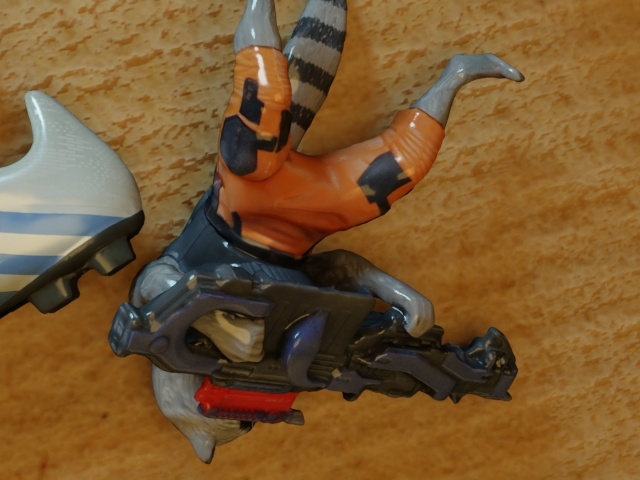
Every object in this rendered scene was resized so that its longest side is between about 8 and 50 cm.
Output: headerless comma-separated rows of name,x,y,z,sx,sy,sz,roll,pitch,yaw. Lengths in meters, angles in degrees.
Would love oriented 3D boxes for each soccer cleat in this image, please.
soccer cleat,-0.274,0.027,1.258,0.331,0.116,0.143,-33,89,-8

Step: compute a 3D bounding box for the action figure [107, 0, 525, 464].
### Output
action figure,0.000,0.000,1.311,0.341,0.178,0.330,20,102,-42
